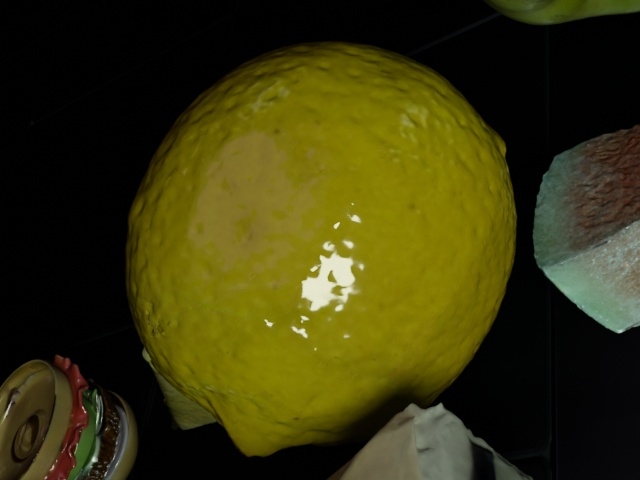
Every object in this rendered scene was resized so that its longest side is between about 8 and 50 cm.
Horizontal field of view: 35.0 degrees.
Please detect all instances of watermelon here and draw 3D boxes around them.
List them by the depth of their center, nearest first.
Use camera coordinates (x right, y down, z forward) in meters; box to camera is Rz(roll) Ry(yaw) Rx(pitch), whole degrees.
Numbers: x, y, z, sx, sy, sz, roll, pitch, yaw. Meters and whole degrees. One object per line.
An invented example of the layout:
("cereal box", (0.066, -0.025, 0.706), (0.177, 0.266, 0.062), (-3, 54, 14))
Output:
("watermelon", (0.288, -0.043, 0.771), (0.241, 0.094, 0.154), (-26, 35, 29))

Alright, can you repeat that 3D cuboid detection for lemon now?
("lemon", (-0.001, 0.002, 0.837), (0.336, 0.336, 0.336), (-27, 45, 30))

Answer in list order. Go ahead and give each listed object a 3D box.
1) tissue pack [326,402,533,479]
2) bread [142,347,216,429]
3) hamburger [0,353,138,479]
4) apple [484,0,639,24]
("tissue pack", (0.006, 0.336, 0.650), (0.375, 0.195, 0.390), (-43, 26, 26))
("bread", (-0.151, 0.054, 1.055), (0.135, 0.178, 0.240), (-22, 49, 31))
("hamburger", (-0.273, 0.215, 1.085), (0.175, 0.137, 0.175), (-24, 51, 33))
("apple", (0.240, -0.337, 0.847), (0.338, 0.338, 0.305), (-14, 68, 39))
